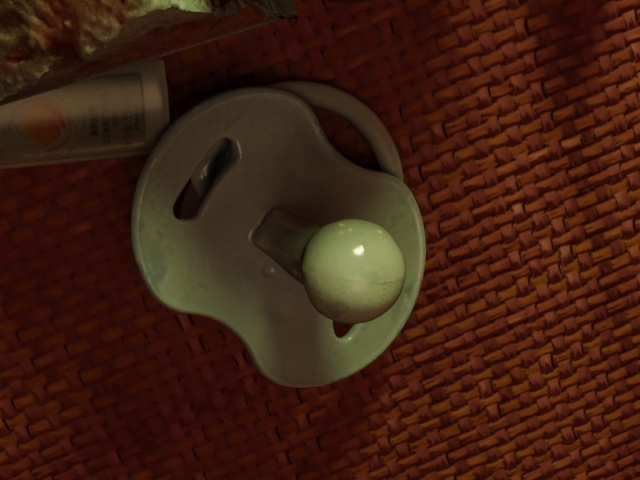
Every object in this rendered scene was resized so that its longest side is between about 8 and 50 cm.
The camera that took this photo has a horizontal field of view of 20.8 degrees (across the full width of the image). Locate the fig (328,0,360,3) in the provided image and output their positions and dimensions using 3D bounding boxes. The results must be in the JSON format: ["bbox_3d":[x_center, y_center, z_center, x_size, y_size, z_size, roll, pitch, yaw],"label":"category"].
[{"bbox_3d":[-0.024,-0.337,1.196,0.368,0.286,0.286,34,107,-4],"label":"fig"}]

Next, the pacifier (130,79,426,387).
[{"bbox_3d":[0.000,0.000,1.401,0.287,0.226,0.238,42,83,-32],"label":"pacifier"}]

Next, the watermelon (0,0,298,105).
[{"bbox_3d":[-0.167,-0.200,1.244,0.261,0.201,0.213,-23,105,0],"label":"watermelon"}]

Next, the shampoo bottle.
[{"bbox_3d":[-0.234,-0.100,1.369,0.227,0.056,0.086,-6,118,-13],"label":"shampoo bottle"}]
